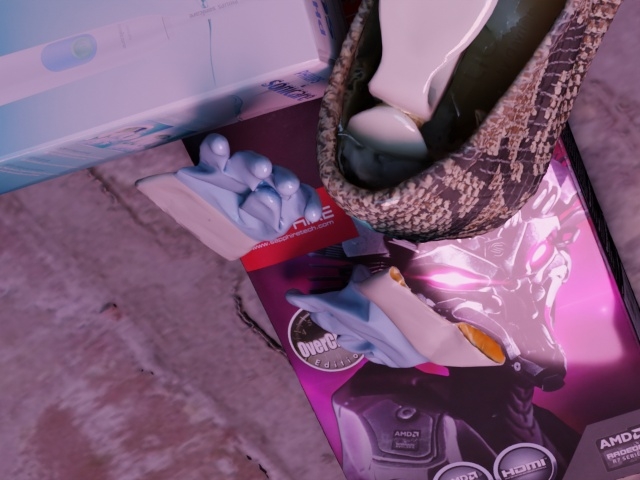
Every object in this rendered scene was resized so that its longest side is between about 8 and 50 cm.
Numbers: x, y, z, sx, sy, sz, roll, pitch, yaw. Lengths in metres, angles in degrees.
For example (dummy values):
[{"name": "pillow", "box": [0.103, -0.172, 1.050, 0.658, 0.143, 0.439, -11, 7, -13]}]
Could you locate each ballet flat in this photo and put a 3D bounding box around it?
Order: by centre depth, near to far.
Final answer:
[{"name": "ballet flat", "box": [0.125, -0.217, 0.869, 0.164, 0.182, 0.483, 27, 101, 20]}]

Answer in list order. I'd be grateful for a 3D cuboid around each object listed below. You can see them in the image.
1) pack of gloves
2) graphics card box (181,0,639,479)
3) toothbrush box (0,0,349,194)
[{"name": "pack of gloves", "box": [0.000, 0.000, 0.967, 0.195, 0.232, 0.046, 41, 75, -10]}, {"name": "graphics card box", "box": [0.078, 0.015, 1.110, 0.232, 0.094, 0.371, -18, 115, 13]}, {"name": "toothbrush box", "box": [-0.149, -0.158, 0.977, 0.295, 0.126, 0.216, -17, 86, 13]}]
